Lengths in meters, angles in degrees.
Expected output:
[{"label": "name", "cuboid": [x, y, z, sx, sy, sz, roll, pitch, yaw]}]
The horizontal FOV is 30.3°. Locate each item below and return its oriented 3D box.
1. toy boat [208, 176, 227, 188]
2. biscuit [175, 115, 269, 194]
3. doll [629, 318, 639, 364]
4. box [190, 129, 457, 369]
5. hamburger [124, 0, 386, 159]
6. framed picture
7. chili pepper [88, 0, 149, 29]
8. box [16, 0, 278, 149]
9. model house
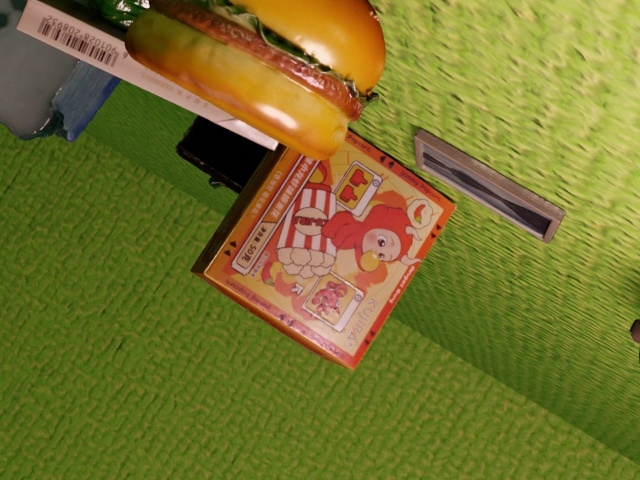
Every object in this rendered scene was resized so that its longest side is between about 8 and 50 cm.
[{"label": "toy boat", "cuboid": [-0.110, -0.093, 2.370, 0.229, 0.088, 0.089, 31, 174, 8]}, {"label": "biscuit", "cuboid": [-0.063, -0.096, 2.057, 0.388, 0.107, 0.073, 33, 170, -8]}, {"label": "doll", "cuboid": [0.454, 0.144, 1.397, 0.182, 0.117, 0.257, 30, 173, 10]}, {"label": "box", "cuboid": [0.000, 0.000, 1.712, 0.259, 0.283, 0.214, 34, 172, -12]}, {"label": "hamburger", "cuboid": [-0.048, -0.191, 1.080, 0.246, 0.170, 0.246, 29, -175, -3]}, {"label": "framed picture", "cuboid": [0.205, -0.065, 1.464, 0.203, 0.015, 0.150, 31, 173, 9]}, {"label": "chili pepper", "cuboid": [-0.224, -0.299, 1.536, 0.257, 0.074, 0.100, 29, 177, -12]}, {"label": "box", "cuboid": [-0.220, -0.236, 1.599, 0.365, 0.051, 0.204, 24, -169, -12]}, {"label": "model house", "cuboid": [-0.461, -0.302, 1.911, 0.295, 0.251, 0.329, 31, 179, 9]}]
